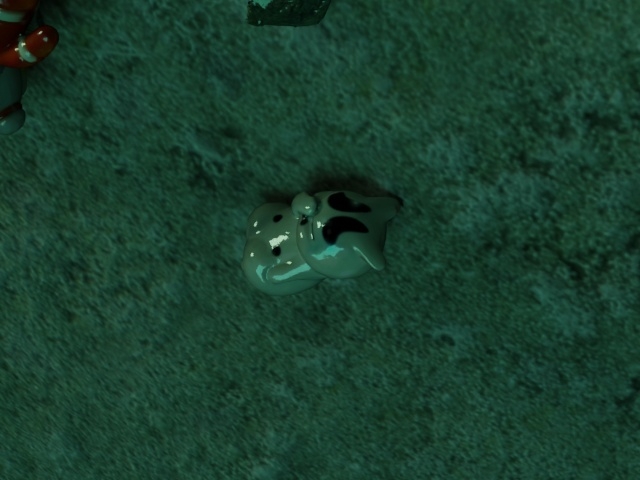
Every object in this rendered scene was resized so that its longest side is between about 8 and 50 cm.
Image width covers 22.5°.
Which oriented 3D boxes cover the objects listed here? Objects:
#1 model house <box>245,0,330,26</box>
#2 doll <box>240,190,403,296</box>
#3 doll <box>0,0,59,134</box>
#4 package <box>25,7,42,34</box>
[{"bbox_3d":[-0.031,-0.249,1.616,0.083,0.066,0.078,6,126,-5],"label":"model house"},{"bbox_3d":[-0.007,0.000,1.806,0.181,0.110,0.107,-19,142,41],"label":"doll"},{"bbox_3d":[-0.368,-0.223,1.752,0.200,0.105,0.336,41,136,14],"label":"doll"},{"bbox_3d":[-0.322,-0.266,1.759,0.037,0.015,0.110,16,135,18],"label":"package"}]
